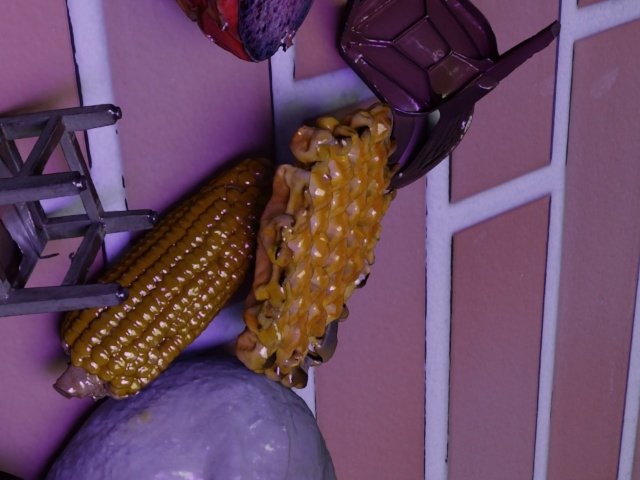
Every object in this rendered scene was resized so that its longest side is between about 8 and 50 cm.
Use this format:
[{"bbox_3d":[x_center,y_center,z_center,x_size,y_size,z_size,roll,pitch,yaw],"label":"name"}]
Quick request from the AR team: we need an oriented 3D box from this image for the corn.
[{"bbox_3d":[-0.148,0.042,1.219,0.322,0.119,0.119,-45,133,-21],"label":"corn"}]

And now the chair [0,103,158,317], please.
[{"bbox_3d":[-0.301,-0.018,1.066,0.270,0.147,0.136,-8,124,12],"label":"chair"}]

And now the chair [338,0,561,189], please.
[{"bbox_3d":[0.115,-0.201,1.326,0.176,0.183,0.326,-39,176,-21],"label":"chair"}]

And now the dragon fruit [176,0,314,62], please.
[{"bbox_3d":[-0.085,-0.290,1.105,0.218,0.148,0.223,-21,129,-68],"label":"dragon fruit"}]

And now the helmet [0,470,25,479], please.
[{"bbox_3d":[-0.321,0.322,1.126,0.305,0.177,0.225,27,119,-17],"label":"helmet"}]

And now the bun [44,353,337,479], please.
[{"bbox_3d":[-0.129,0.309,1.304,0.362,0.211,0.361,-19,123,-31],"label":"bun"}]

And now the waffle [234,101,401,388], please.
[{"bbox_3d":[-0.003,0.011,1.258,0.329,0.062,0.329,-54,157,-36],"label":"waffle"}]
